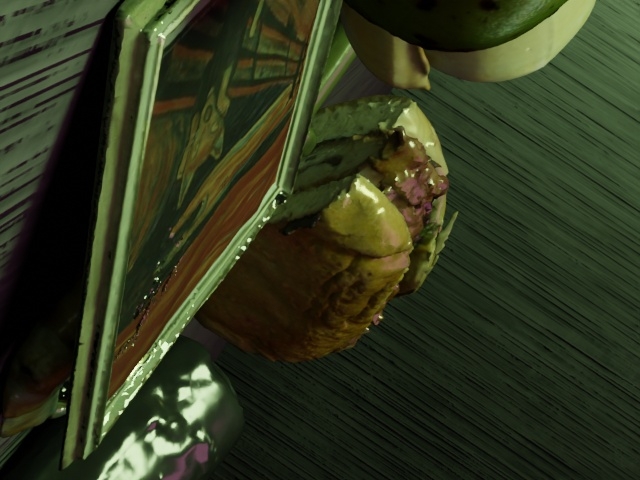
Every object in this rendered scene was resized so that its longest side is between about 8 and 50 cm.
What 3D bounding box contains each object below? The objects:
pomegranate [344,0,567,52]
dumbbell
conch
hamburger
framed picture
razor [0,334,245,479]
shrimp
[{"bbox_3d":[0.039,-0.126,0.499,0.130,0.130,0.130,-56,179,-2],"label":"pomegranate"},{"bbox_3d":[0.003,-0.112,0.961,0.118,0.046,0.052,-55,174,-5],"label":"dumbbell"},{"bbox_3d":[0.068,-0.179,0.772,0.158,0.127,0.255,-27,151,-6],"label":"conch"},{"bbox_3d":[0.000,0.000,1.169,0.282,0.245,0.155,2,-130,37],"label":"hamburger"},{"bbox_3d":[-0.038,-0.048,0.620,0.216,0.016,0.273,-56,169,-39],"label":"framed picture"},{"bbox_3d":[-0.174,0.208,0.927,0.327,0.107,0.189,-54,178,-34],"label":"razor"},{"bbox_3d":[-0.103,0.036,0.773,0.150,0.051,0.217,-53,172,23],"label":"shrimp"}]
